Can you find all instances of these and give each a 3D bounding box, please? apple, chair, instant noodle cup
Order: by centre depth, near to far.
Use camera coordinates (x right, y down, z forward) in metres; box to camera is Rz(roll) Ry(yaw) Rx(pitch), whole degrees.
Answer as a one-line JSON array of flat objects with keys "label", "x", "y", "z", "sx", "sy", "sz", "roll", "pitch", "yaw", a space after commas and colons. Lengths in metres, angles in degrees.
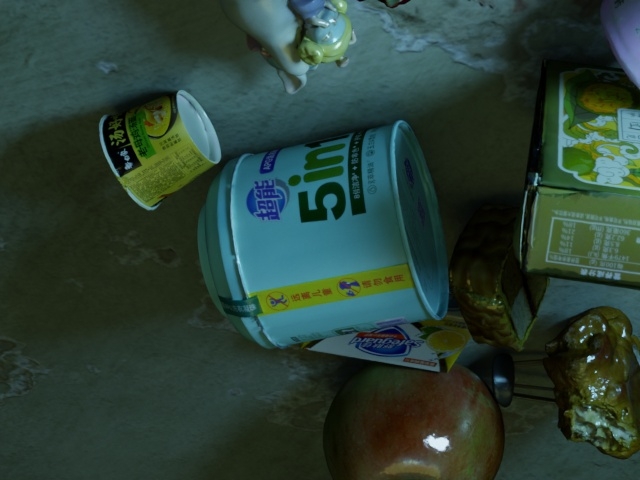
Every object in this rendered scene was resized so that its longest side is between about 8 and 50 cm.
[{"label": "instant noodle cup", "x": -0.219, "y": -0.134, "z": 1.849, "sx": 0.122, "sy": 0.151, "sz": 0.151, "roll": -28, "pitch": 134, "yaw": 16}, {"label": "apple", "x": 0.163, "y": 0.357, "z": 2.325, "sx": 0.319, "sy": 0.277, "sz": 0.319, "roll": 3, "pitch": 140, "yaw": 3}, {"label": "chair", "x": 0.397, "y": 0.253, "z": 2.346, "sx": 0.222, "sy": 0.104, "sz": 0.095, "roll": 5, "pitch": 158, "yaw": -9}]

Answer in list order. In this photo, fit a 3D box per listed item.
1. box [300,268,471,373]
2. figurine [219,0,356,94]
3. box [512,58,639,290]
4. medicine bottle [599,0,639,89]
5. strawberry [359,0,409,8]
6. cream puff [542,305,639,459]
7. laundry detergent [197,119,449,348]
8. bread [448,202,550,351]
[{"label": "box", "x": 0.113, "y": 0.116, "z": 2.175, "sx": 0.265, "sy": 0.097, "sz": 0.168, "roll": 12, "pitch": 140, "yaw": -13}, {"label": "figurine", "x": -0.026, "y": -0.267, "z": 1.681, "sx": 0.155, "sy": 0.127, "sz": 0.235, "roll": 6, "pitch": 151, "yaw": 30}, {"label": "box", "x": 0.461, "y": -0.076, "z": 1.650, "sx": 0.420, "sy": 0.373, "sz": 0.138, "roll": 9, "pitch": 121, "yaw": 7}, {"label": "medicine bottle", "x": 0.496, "y": -0.299, "z": 1.583, "sx": 0.178, "sy": 0.178, "sz": 0.291, "roll": 29, "pitch": 132, "yaw": -30}, {"label": "strawberry", "x": 0.060, "y": -0.398, "z": 1.470, "sx": 0.261, "sy": 0.257, "sz": 0.261, "roll": -13, "pitch": 159, "yaw": -5}, {"label": "cream puff", "x": 0.467, "y": 0.237, "z": 2.197, "sx": 0.155, "sy": 0.241, "sz": 0.268, "roll": -4, "pitch": 103, "yaw": 28}, {"label": "laundry detergent", "x": 0.000, "y": 0.000, "z": 1.883, "sx": 0.305, "sy": 0.287, "sz": 0.287, "roll": -11, "pitch": 139, "yaw": 15}, {"label": "bread", "x": 0.274, "y": 0.061, "z": 2.040, "sx": 0.096, "sy": 0.181, "sz": 0.222, "roll": 10, "pitch": 148, "yaw": 29}]
